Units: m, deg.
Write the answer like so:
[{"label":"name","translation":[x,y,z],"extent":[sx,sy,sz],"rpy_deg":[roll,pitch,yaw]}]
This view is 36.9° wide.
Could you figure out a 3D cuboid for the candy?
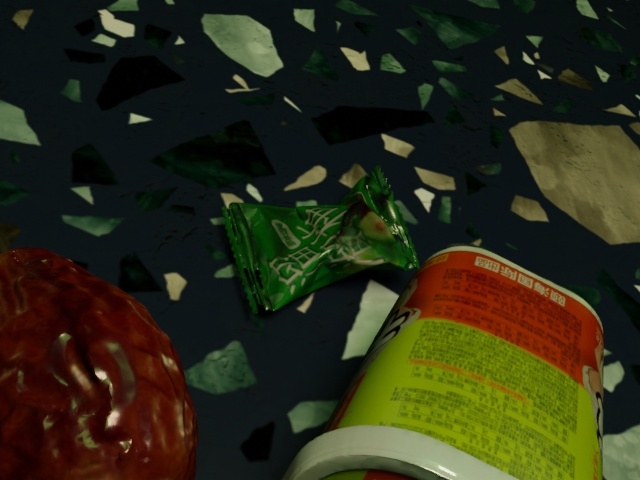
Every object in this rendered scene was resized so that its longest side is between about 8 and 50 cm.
[{"label":"candy","translation":[0.000,0.004,1.070],"extent":[0.203,0.078,0.141],"rpy_deg":[-13,45,-16]}]

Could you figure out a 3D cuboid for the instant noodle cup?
[{"label":"instant noodle cup","translation":[0.123,0.182,0.855],"extent":[0.294,0.294,0.308],"rpy_deg":[26,40,1]}]

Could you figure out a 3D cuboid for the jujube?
[{"label":"jujube","translation":[-0.215,0.123,0.805],"extent":[0.197,0.197,0.290],"rpy_deg":[-15,43,-31]}]
